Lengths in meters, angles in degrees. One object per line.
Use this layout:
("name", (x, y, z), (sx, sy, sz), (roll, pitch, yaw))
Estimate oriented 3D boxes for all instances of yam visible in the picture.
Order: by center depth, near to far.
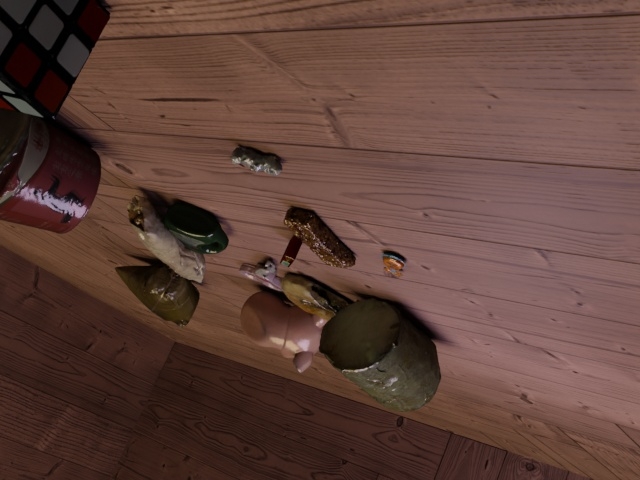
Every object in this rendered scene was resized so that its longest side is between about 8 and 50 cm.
("yam", (0.146, 0.256, 1.929), (0.195, 0.195, 0.300), (13, 161, 35))

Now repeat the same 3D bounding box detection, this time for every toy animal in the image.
("toy animal", (-0.097, 0.217, 2.240), (0.250, 0.166, 0.154), (18, -167, 30))

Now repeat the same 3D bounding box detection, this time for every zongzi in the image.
("zongzi", (-0.506, 0.111, 2.516), (0.300, 0.145, 0.274), (28, 162, 11))

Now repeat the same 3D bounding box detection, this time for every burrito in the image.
("burrito", (-0.343, 0.001, 1.970), (0.076, 0.117, 0.392), (-22, 159, 4))

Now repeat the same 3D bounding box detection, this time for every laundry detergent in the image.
("laundry detergent", (-0.259, -0.011, 1.866), (0.137, 0.063, 0.211), (18, 164, 8))

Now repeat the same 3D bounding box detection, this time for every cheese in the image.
("cheese", (0.131, 0.044, 1.558), (0.047, 0.017, 0.111), (24, 165, 12))

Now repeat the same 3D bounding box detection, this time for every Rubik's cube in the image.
("Rubik's cube", (-0.378, -0.259, 1.016), (0.161, 0.162, 0.163), (16, 162, 29))

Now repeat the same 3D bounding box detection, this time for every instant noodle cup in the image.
("instant noodle cup", (-0.539, -0.123, 1.630), (0.235, 0.234, 0.178), (7, 166, 46))

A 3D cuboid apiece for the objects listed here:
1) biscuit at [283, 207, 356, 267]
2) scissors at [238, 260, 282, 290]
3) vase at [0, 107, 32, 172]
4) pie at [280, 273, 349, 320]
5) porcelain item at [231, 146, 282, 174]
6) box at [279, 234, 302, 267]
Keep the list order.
("biscuit", (0.000, 0.000, 1.568), (0.064, 0.034, 0.199), (15, 162, 33))
("scissors", (-0.133, 0.077, 2.032), (0.118, 0.030, 0.242), (24, 169, -2))
("vase", (-0.660, -0.233, 1.417), (0.245, 0.245, 0.291), (11, 156, 38))
("pie", (-0.005, 0.145, 2.037), (0.218, 0.052, 0.185), (34, 167, -26))
("porcelain item", (-0.095, -0.119, 1.320), (0.083, 0.028, 0.036), (17, 161, 19))
("box", (-0.055, 0.019, 1.682), (0.023, 0.051, 0.082), (24, 165, -4))
